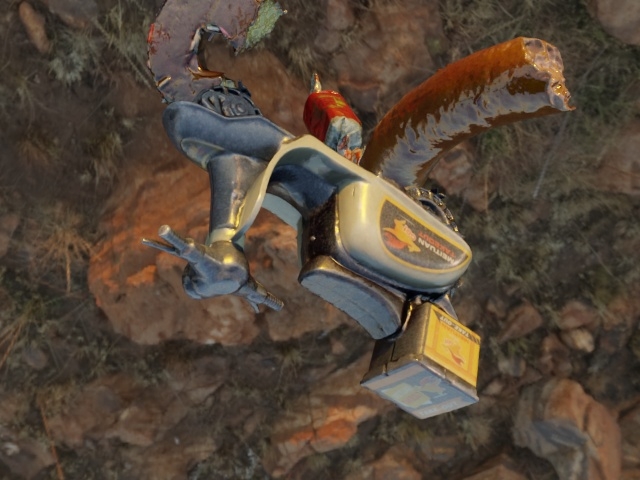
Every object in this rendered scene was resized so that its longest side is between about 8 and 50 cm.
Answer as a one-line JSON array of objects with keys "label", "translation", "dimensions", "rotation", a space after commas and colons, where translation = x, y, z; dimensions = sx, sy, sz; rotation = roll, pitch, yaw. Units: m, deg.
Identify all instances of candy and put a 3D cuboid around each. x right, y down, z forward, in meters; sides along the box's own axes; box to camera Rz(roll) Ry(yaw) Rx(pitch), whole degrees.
[{"label": "candy", "translation": [0.017, -0.193, 1.064], "dimensions": [0.059, 0.292, 0.086], "rotation": [6, 122, -22]}]

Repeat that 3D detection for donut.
[{"label": "donut", "translation": [-0.249, -0.429, 1.430], "dimensions": [0.259, 0.136, 0.345], "rotation": [28, 105, 17]}]

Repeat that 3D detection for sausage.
[{"label": "sausage", "translation": [0.124, -0.113, 0.661], "dimensions": [0.103, 0.076, 0.302], "rotation": [53, 145, -3]}]

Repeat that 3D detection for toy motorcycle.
[{"label": "toy motorcycle", "translation": [0.000, 0.000, 0.442], "dimensions": [0.263, 0.157, 0.091], "rotation": [32, 139, -20]}]
